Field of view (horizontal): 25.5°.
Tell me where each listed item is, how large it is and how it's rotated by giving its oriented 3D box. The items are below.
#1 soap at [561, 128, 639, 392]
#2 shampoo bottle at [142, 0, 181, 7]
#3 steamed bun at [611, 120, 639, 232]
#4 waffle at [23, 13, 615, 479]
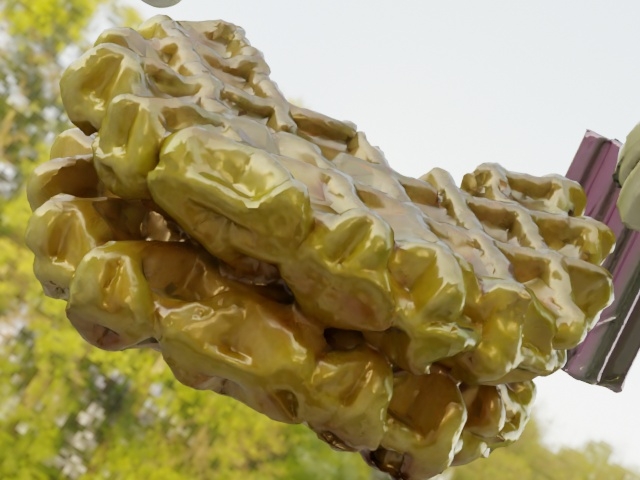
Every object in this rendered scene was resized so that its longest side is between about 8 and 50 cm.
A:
[{"bbox_3d":[0.245,0.018,1.230,0.065,0.203,0.122,16,11,-45],"label":"soap"},{"bbox_3d":[-0.075,-0.255,1.010,0.074,0.192,0.074,40,15,-13],"label":"shampoo bottle"},{"bbox_3d":[0.401,-0.056,1.002,0.346,0.237,0.394,25,6,13],"label":"steamed bun"},{"bbox_3d":[0.000,0.000,0.801,0.324,0.151,0.261,22,27,-4],"label":"waffle"}]
